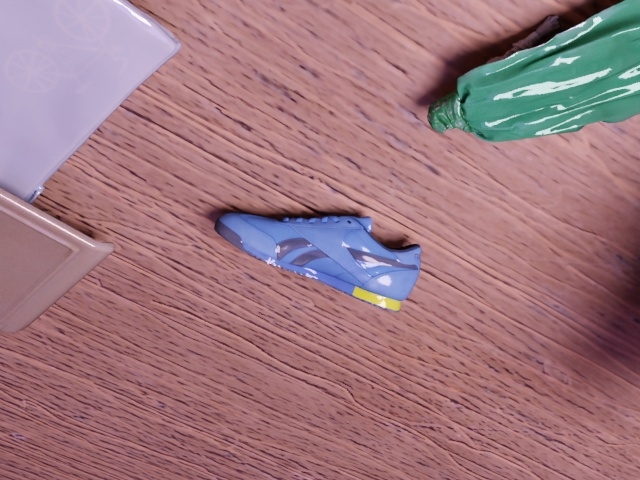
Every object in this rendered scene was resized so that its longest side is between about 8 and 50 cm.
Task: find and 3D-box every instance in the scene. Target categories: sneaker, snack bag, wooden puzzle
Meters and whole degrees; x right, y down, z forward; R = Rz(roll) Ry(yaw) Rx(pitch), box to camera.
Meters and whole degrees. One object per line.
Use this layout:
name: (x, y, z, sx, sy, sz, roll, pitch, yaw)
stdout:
sneaker: (0.000, 0.000, 0.890, 0.209, 0.069, 0.082, 20, 97, -3)
snack bag: (-0.327, -0.180, 0.745, 0.342, 0.037, 0.323, 34, 131, -27)
wooden puzzle: (-0.359, 0.000, 0.897, 0.238, 0.044, 0.221, 29, 136, -29)

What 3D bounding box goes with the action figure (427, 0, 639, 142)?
action figure: (0.201, -0.138, 0.748, 0.232, 0.064, 0.137, -17, 130, 12)
